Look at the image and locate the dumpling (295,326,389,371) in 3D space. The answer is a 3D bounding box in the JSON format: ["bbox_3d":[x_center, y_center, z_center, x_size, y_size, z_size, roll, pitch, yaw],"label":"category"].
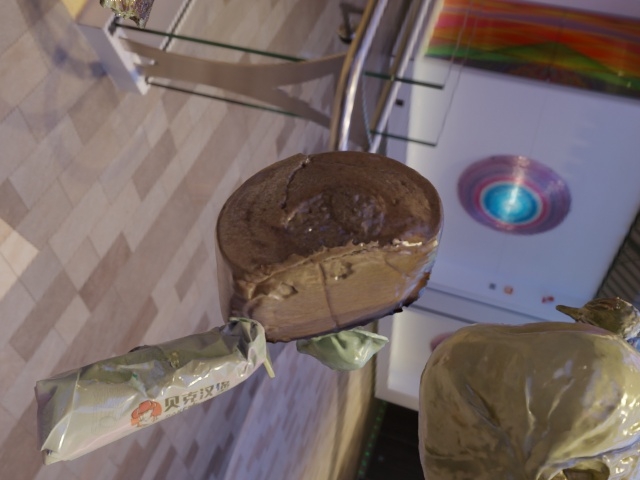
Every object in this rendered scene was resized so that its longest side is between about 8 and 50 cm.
[{"bbox_3d":[0.044,0.247,1.472,0.152,0.219,0.108,3,72,-66],"label":"dumpling"}]

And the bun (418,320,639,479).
[{"bbox_3d":[0.298,0.273,0.898,0.213,0.361,0.361,-64,165,-69],"label":"bun"}]

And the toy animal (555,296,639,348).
[{"bbox_3d":[0.475,0.148,1.107,0.098,0.137,0.098,5,84,-53],"label":"toy animal"}]

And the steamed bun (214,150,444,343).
[{"bbox_3d":[0.000,0.000,0.887,0.251,0.301,0.199,93,-16,-60],"label":"steamed bun"}]

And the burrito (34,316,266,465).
[{"bbox_3d":[-0.128,0.110,0.514,0.203,0.064,0.064,-16,125,-38],"label":"burrito"}]

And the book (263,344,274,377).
[{"bbox_3d":[-0.121,0.224,1.354,0.077,0.014,0.111,-110,-179,-51],"label":"book"}]

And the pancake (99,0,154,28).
[{"bbox_3d":[-0.298,-0.449,1.019,0.244,0.057,0.266,-70,177,-48],"label":"pancake"}]
